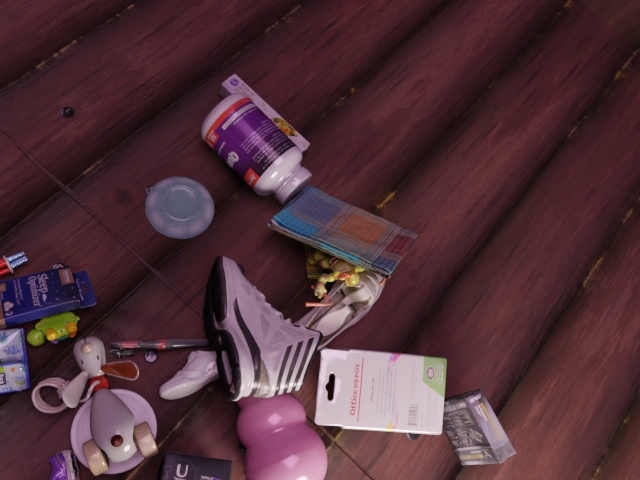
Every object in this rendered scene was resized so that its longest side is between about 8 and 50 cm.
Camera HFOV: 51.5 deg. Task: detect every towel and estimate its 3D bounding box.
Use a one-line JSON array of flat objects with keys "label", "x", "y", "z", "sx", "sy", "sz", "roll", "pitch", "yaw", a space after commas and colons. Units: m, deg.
[{"label": "towel", "x": 0.000, "y": 0.000, "z": 1.961, "sx": 0.102, "sy": 0.021, "sz": 0.237, "roll": 1, "pitch": 69, "yaw": -18}, {"label": "towel", "x": 0.070, "y": -0.034, "z": 1.869, "sx": 0.370, "sy": 0.040, "sz": 0.271, "roll": 24, "pitch": 33, "yaw": 14}]

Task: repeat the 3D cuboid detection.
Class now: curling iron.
[{"label": "curling iron", "x": -0.408, "y": 0.269, "z": 1.713, "sx": 0.274, "sy": 0.068, "sz": 0.035, "roll": -3, "pitch": 69, "yaw": -24}]

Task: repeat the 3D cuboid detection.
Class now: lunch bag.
[{"label": "lunch bag", "x": -0.765, "y": 0.289, "z": 1.576, "sx": 0.128, "sy": 0.096, "sz": 0.151, "roll": -6, "pitch": 87, "yaw": -22}]

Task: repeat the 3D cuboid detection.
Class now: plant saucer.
[{"label": "plant saucer", "x": -0.394, "y": -0.100, "z": 1.870, "sx": 0.195, "sy": 0.037, "sz": 0.195, "roll": 6, "pitch": 69, "yaw": -15}]

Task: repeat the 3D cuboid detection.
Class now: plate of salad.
[{"label": "plate of salad", "x": -0.499, "y": 0.462, "z": 1.608, "sx": 0.199, "sy": 0.048, "sz": 0.200, "roll": 5, "pitch": 66, "yaw": -11}]

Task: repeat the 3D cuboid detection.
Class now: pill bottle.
[{"label": "pill bottle", "x": -0.180, "y": -0.259, "z": 1.918, "sx": 0.323, "sy": 0.181, "sz": 0.181, "roll": 45, "pitch": 64, "yaw": 4}]

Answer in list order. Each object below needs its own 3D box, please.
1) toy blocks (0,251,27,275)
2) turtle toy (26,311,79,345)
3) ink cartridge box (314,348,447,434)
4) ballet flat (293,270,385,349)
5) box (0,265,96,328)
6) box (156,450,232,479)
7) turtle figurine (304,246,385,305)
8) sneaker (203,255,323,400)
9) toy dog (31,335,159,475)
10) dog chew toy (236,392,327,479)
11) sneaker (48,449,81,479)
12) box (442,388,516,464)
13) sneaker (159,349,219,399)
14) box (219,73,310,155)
[{"label": "toy blocks", "x": -0.830, "y": 0.044, "z": 1.669, "sx": 0.148, "sy": 0.054, "sz": 0.123, "roll": -29, "pitch": 80, "yaw": -25}, {"label": "turtle toy", "x": -0.662, "y": 0.218, "z": 1.644, "sx": 0.130, "sy": 0.066, "sz": 0.095, "roll": -19, "pitch": 50, "yaw": -23}, {"label": "ink cartridge box", "x": 0.147, "y": 0.398, "z": 1.773, "sx": 0.353, "sy": 0.119, "sz": 0.207, "roll": 8, "pitch": 81, "yaw": -14}, {"label": "ballet flat", "x": 0.072, "y": 0.181, "z": 1.847, "sx": 0.139, "sy": 0.139, "sz": 0.400, "roll": 47, "pitch": 64, "yaw": 5}, {"label": "box", "x": -0.689, "y": 0.133, "z": 1.656, "sx": 0.225, "sy": 0.036, "sz": 0.136, "roll": -14, "pitch": 45, "yaw": -23}, {"label": "box", "x": -0.308, "y": 0.645, "z": 1.521, "sx": 0.165, "sy": 0.143, "sz": 0.270, "roll": 13, "pitch": 55, "yaw": -12}, {"label": "turtle figurine", "x": 0.044, "y": 0.076, "z": 1.822, "sx": 0.269, "sy": 0.217, "sz": 0.087, "roll": -25, "pitch": 121, "yaw": -15}, {"label": "sneaker", "x": -0.147, "y": 0.222, "z": 1.710, "sx": 0.257, "sy": 0.169, "sz": 0.447, "roll": 6, "pitch": 39, "yaw": -25}, {"label": "toy dog", "x": -0.503, "y": 0.378, "z": 1.528, "sx": 0.333, "sy": 0.161, "sz": 0.220, "roll": 45, "pitch": 64, "yaw": 9}, {"label": "dog chew toy", "x": -0.115, "y": 0.471, "z": 1.647, "sx": 0.206, "sy": 0.207, "sz": 0.332, "roll": -15, "pitch": 67, "yaw": -22}, {"label": "sneaker", "x": -0.592, "y": 0.577, "z": 1.538, "sx": 0.071, "sy": 0.068, "sz": 0.170, "roll": -17, "pitch": 66, "yaw": -6}, {"label": "box", "x": 0.402, "y": 0.501, "z": 1.769, "sx": 0.056, "sy": 0.231, "sz": 0.183, "roll": -24, "pitch": 77, "yaw": -20}, {"label": "sneaker", "x": -0.326, "y": 0.332, "z": 1.709, "sx": 0.212, "sy": 0.080, "sz": 0.094, "roll": -21, "pitch": 65, "yaw": -30}, {"label": "box", "x": -0.172, "y": -0.371, "z": 2.029, "sx": 0.324, "sy": 0.067, "sz": 0.063, "roll": 43, "pitch": 63, "yaw": 3}]
